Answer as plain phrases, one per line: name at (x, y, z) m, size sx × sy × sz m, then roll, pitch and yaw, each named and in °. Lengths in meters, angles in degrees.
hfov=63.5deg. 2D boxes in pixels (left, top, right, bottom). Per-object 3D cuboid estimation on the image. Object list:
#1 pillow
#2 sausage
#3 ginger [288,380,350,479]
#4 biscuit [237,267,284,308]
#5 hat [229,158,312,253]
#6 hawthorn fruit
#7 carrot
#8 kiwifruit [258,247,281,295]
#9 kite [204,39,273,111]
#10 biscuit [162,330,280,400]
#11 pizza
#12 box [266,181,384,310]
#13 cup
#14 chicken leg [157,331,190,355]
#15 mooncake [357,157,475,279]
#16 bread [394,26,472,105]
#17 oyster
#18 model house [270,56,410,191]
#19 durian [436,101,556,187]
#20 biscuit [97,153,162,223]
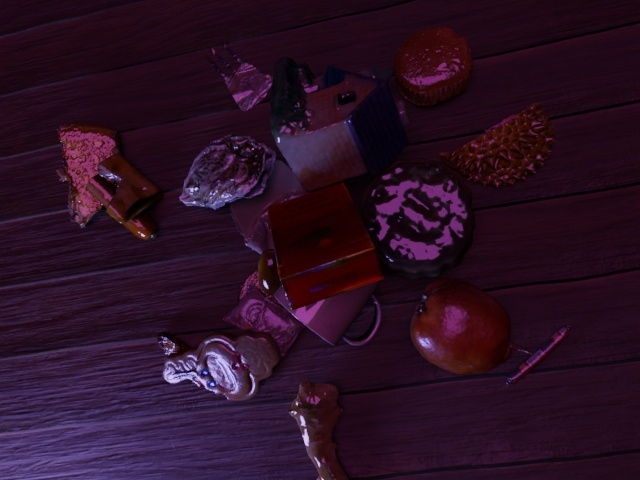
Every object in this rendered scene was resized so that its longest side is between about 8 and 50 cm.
pillow at (-0.138, 0.200, 1.298) m, size 0.185 × 0.043 × 0.118 m, roll 33°, pitch 90°, yaw 5°
sausage at (0.508, 0.268, 1.206) m, size 0.198 × 0.025 × 0.028 m, roll -44°, pitch 62°, yaw 1°
ginger at (0.015, 0.474, 1.243) m, size 0.131 × 0.086 × 0.295 m, roll -21°, pitch 87°, yaw -2°
biscuit at (-0.153, 0.160, 1.342) m, size 0.125 × 0.025 × 0.206 m, roll -1°, pitch 81°, yaw 10°
hat at (-0.107, -0.079, 1.352) m, size 0.214 × 0.149 × 0.245 m, roll -37°, pitch 41°, yaw 9°
hawthorn fruit at (0.335, 0.206, 1.158) m, size 0.262 × 0.210 × 0.211 m, roll 25°, pitch 87°, yaw 6°
carrot at (-0.534, -0.085, 1.408) m, size 0.225 × 0.067 × 0.067 m, roll 44°, pitch 91°, yaw -4°
kiwifruit at (-0.117, 0.080, 1.285) m, size 0.075 × 0.075 × 0.125 m, roll 5°, pitch 113°, yaw 11°
kite at (-0.233, -0.475, 1.459) m, size 0.127 × 0.016 × 0.229 m, roll -40°, pitch 80°, yaw -1°
biscuit at (-0.252, 0.316, 1.299) m, size 0.319 × 0.047 × 0.184 m, roll -2°, pitch 103°, yaw 13°
pizza at (-0.646, -0.186, 1.462) m, size 0.188 × 0.071 × 0.297 m, roll -6°, pitch 85°, yaw -8°
box at (-0.001, 0.000, 1.123) m, size 0.197 × 0.313 × 0.089 m, roll -18°, pitch 121°, yaw 0°
cup at (0.047, 0.132, 1.240) m, size 0.252 × 0.191 × 0.200 m, roll 40°, pitch 86°, yaw -8°
chicken leg at (-0.373, 0.290, 1.359) m, size 0.145 × 0.037 × 0.062 m, roll 30°, pitch 110°, yaw 14°
mooncake at (0.226, -0.049, 1.236) m, size 0.290 × 0.161 × 0.291 m, roll -2°, pitch 81°, yaw 12°
bread at (0.285, -0.444, 1.312) m, size 0.199 × 0.104 × 0.199 m, roll -2°, pitch 79°, yaw 11°
oyster at (-0.246, -0.177, 1.357) m, size 0.267 × 0.112 × 0.199 m, roll 3°, pitch 77°, yaw 27°
model house at (0.058, -0.309, 1.218) m, size 0.279 × 0.245 × 0.312 m, roll -15°, pitch 49°, yaw 16°
durian at (0.453, -0.219, 1.250) m, size 0.260 × 0.154 × 0.186 m, roll -41°, pitch 102°, yaw 10°
biscuit at (-0.533, -0.144, 1.380) m, size 0.183 × 0.174 × 0.039 m, roll 44°, pitch 130°, yaw -1°
